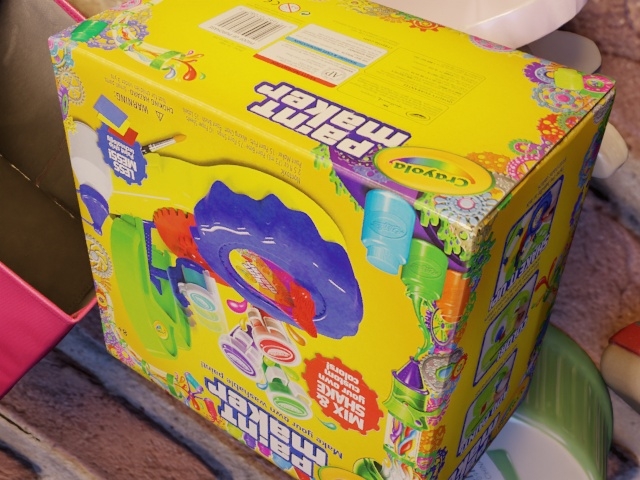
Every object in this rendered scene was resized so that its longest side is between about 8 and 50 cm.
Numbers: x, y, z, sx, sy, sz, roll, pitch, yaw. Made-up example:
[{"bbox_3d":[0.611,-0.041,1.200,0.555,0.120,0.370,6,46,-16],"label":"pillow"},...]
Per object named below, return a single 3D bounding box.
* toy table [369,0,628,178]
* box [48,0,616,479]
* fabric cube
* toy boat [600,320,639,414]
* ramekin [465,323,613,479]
[{"bbox_3d":[0.113,-0.140,0.668,0.252,0.274,0.161,-34,120,-7],"label":"toy table"},{"bbox_3d":[0.000,0.000,0.571,0.290,0.177,0.279,26,136,27],"label":"box"},{"bbox_3d":[-0.295,-0.040,0.768,0.259,0.254,0.258,42,137,-11],"label":"fabric cube"},{"bbox_3d":[0.399,0.144,0.808,0.231,0.151,0.151,41,90,-9],"label":"toy boat"},{"bbox_3d":[0.158,0.231,0.891,0.303,0.148,0.303,6,119,11],"label":"ramekin"}]
